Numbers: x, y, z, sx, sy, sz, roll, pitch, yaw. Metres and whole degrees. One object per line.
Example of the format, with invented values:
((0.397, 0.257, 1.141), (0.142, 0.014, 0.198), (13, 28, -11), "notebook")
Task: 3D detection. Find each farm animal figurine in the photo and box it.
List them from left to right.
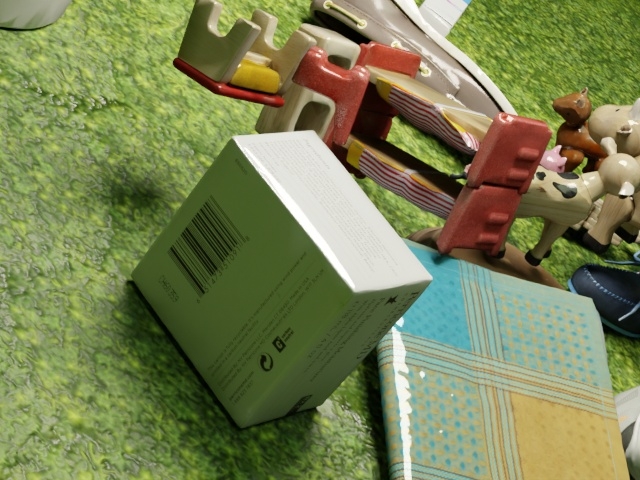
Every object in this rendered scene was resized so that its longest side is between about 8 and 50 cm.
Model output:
((0.345, -0.063, 1.801), (0.327, 0.172, 0.330), (32, 33, 9), "farm animal figurine")

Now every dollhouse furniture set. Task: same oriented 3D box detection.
((0.037, -0.102, 1.558), (0.201, 0.152, 0.374), (33, 16, 33), "dollhouse furniture set")

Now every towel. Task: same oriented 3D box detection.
((0.173, 0.168, 1.516), (0.271, 0.040, 0.370), (18, 42, -20), "towel")

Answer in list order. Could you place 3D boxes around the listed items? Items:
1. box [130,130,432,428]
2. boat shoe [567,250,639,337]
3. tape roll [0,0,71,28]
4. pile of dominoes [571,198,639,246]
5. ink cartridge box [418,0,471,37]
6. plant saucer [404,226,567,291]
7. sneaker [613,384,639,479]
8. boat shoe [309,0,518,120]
((-0.036, 0.031, 1.378), (0.119, 0.181, 0.182), (-9, 55, -52), "box")
((0.405, 0.061, 1.920), (0.258, 0.089, 0.109), (13, 39, -39), "boat shoe")
((-0.321, -0.353, 1.597), (0.246, 0.169, 0.246), (27, 32, -19), "tape roll")
((0.401, 0.006, 2.037), (0.251, 0.040, 0.196), (29, 11, -19), "pile of dominoes")
((0.141, -0.280, 2.092), (0.052, 0.088, 0.122), (38, 30, -3), "ink cartridge box")
((0.200, 0.082, 1.716), (0.278, 0.041, 0.278), (29, 31, -19), "plant saucer")
((0.359, 0.181, 1.687), (0.271, 0.108, 0.100), (-18, 106, -53), "sneaker")
((0.123, -0.205, 1.964), (0.324, 0.097, 0.116), (47, -10, 7), "boat shoe")
